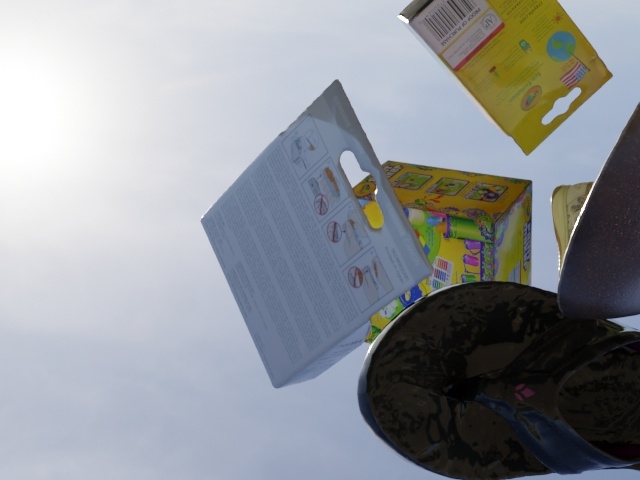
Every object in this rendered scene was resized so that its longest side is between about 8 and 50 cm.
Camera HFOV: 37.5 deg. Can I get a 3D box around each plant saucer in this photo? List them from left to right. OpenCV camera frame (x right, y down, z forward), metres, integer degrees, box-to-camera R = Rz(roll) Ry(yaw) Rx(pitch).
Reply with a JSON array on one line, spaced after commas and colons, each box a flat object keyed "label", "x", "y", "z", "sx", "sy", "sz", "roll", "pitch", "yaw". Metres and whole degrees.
[{"label": "plant saucer", "x": 0.269, "y": -0.066, "z": 0.626, "sx": 0.050, "sy": 0.310, "sz": 0.311, "roll": 35, "pitch": -146, "yaw": 27}]

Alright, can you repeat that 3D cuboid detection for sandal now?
[{"label": "sandal", "x": 0.247, "y": 0.128, "z": 0.797, "sx": 0.446, "sy": 0.167, "sz": 0.107, "roll": 10, "pitch": 168, "yaw": -21}]

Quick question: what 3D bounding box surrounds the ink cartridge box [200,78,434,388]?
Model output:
[{"label": "ink cartridge box", "x": 0.000, "y": 0.000, "z": 1.370, "sx": 0.091, "sy": 0.385, "sz": 0.308, "roll": -8, "pitch": -114, "yaw": -44}]

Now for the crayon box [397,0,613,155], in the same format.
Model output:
[{"label": "crayon box", "x": 0.305, "y": -0.318, "z": 1.542, "sx": 0.318, "sy": 0.202, "sz": 0.081, "roll": 45, "pitch": -172, "yaw": -23}]

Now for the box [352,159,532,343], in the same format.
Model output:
[{"label": "box", "x": 0.205, "y": 0.040, "z": 1.630, "sx": 0.279, "sy": 0.290, "sz": 0.177, "roll": 12, "pitch": -148, "yaw": 29}]

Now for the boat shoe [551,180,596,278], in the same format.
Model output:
[{"label": "boat shoe", "x": 0.486, "y": 0.035, "z": 1.703, "sx": 0.089, "sy": 0.285, "sz": 0.104, "roll": -10, "pitch": -176, "yaw": 37}]
